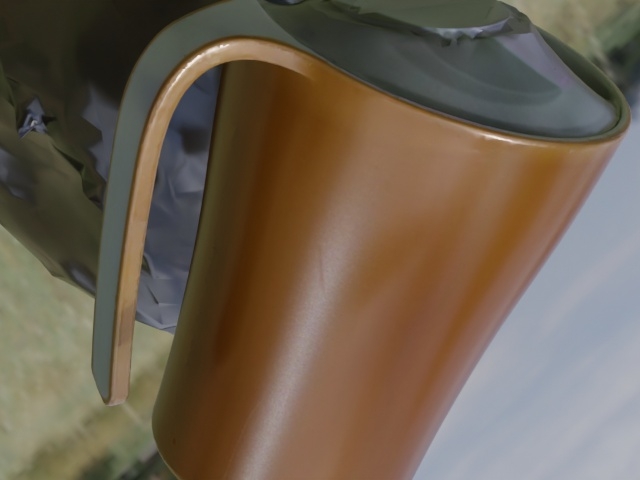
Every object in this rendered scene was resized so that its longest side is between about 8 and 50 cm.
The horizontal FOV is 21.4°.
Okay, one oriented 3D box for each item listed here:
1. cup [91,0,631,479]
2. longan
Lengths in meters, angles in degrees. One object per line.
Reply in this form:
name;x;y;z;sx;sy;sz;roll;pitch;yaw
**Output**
cup;0.000;0.000;0.773;0.226;0.182;0.264;3;120;-33
longan;-0.079;-0.141;1.157;0.404;0.435;0.404;-22;168;-5
